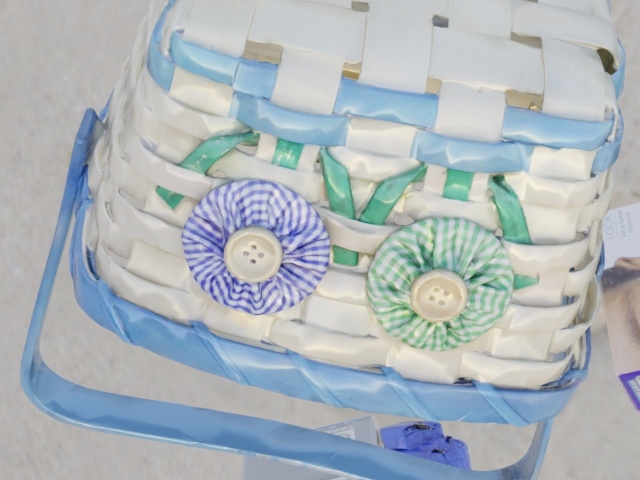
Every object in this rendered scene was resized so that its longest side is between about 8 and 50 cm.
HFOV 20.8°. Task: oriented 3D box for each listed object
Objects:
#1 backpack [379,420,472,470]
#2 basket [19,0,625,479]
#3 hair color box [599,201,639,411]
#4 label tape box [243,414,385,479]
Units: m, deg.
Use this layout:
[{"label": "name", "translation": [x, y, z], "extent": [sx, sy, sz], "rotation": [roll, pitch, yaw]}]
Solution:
[{"label": "backpack", "translation": [0.105, 0.240, 1.832], "extent": [0.098, 0.120, 0.101], "rotation": [-7, 85, 40]}, {"label": "basket", "translation": [0.000, 0.000, 0.771], "extent": [0.254, 0.289, 0.201], "rotation": [10, 45, -3]}, {"label": "hair color box", "translation": [0.446, 0.033, 1.694], "extent": [0.338, 0.110, 0.185], "rotation": [-16, 59, 18]}, {"label": "label tape box", "translation": [0.027, 0.308, 1.168], "extent": [0.115, 0.348, 0.249], "rotation": [-15, 109, 2]}]
